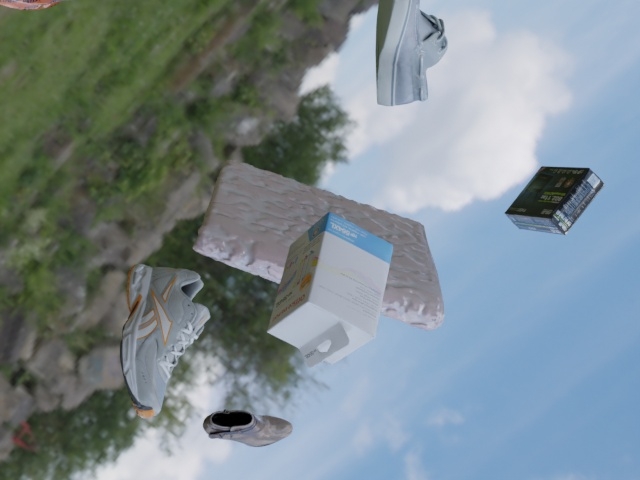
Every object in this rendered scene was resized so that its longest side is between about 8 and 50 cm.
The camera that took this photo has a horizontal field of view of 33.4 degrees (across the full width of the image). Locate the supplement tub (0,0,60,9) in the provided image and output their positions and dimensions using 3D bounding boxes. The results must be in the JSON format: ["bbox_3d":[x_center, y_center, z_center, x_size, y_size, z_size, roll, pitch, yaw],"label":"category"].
[{"bbox_3d":[-0.190,-0.322,0.868,0.316,0.193,0.193,-22,-150,49],"label":"supplement tub"}]

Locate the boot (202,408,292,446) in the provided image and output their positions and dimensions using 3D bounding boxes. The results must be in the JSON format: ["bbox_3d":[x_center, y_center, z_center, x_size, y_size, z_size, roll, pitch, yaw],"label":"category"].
[{"bbox_3d":[-0.092,0.239,1.377,0.087,0.119,0.042,103,-19,-67],"label":"boot"}]

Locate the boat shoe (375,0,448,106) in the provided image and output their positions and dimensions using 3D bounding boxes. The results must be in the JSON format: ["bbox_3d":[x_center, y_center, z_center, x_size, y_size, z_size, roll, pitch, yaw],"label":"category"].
[{"bbox_3d":[0.107,-0.232,1.236,0.227,0.081,0.079,90,-1,-66],"label":"boat shoe"}]

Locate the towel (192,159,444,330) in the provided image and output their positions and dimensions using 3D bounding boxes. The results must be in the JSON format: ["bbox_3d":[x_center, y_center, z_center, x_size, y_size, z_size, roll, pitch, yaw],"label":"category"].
[{"bbox_3d":[0.000,0.000,1.479,0.317,0.332,0.053,-90,-161,-69],"label":"towel"}]

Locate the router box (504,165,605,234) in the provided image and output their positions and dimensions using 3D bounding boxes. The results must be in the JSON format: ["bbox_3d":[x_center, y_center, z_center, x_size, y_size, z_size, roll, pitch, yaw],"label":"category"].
[{"bbox_3d":[0.321,-0.057,1.472,0.092,0.038,0.122,-51,-161,-10],"label":"router box"}]

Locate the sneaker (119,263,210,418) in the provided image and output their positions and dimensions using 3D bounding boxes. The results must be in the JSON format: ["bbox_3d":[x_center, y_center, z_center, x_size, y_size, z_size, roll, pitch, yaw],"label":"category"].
[{"bbox_3d":[-0.224,0.137,1.562,0.099,0.121,0.262,86,1,-51],"label":"sneaker"}]

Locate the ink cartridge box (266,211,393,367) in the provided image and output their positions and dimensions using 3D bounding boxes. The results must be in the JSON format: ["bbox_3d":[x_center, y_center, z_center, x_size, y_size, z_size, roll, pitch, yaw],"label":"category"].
[{"bbox_3d":[0.010,0.061,1.180,0.092,0.090,0.143,-40,-152,47],"label":"ink cartridge box"}]
